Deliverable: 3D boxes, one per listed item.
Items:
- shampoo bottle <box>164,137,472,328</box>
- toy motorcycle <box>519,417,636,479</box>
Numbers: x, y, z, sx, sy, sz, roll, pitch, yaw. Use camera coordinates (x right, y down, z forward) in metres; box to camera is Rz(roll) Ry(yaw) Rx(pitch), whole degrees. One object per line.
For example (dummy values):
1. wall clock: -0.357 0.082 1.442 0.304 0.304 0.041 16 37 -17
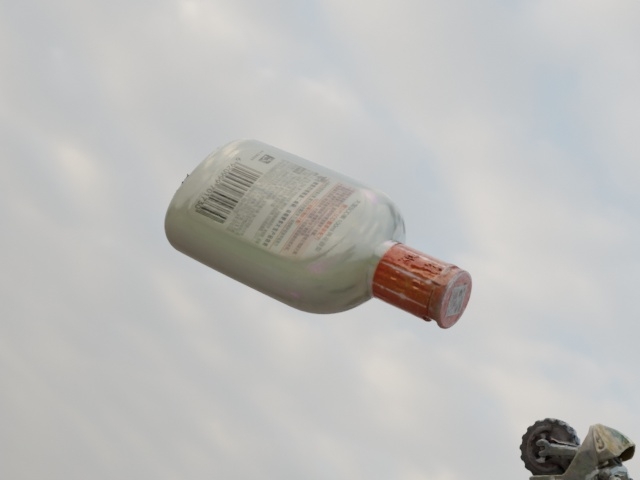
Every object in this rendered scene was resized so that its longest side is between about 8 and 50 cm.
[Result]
1. shampoo bottle: 0.000 0.000 0.818 0.220 0.108 0.051 24 -31 30
2. toy motorcycle: 0.296 0.297 1.304 0.129 0.229 0.094 -21 -23 24
